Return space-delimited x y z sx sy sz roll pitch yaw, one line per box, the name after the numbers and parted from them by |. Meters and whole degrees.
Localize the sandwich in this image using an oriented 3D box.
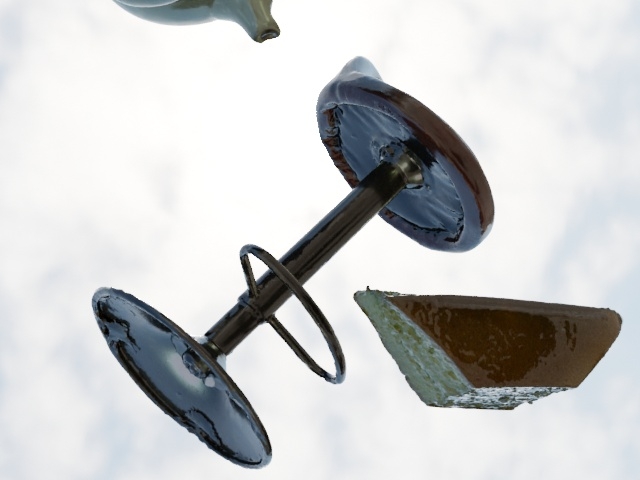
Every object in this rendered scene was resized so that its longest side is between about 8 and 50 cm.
0.148 0.092 1.608 0.258 0.094 0.096 5 -104 -30 | sandwich

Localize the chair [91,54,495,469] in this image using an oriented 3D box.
0.000 0.000 1.781 0.401 0.226 0.226 -45 -51 -23 | chair

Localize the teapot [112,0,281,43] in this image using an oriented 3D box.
-0.122 -0.331 1.642 0.149 0.220 0.318 -56 -28 -58 | teapot
